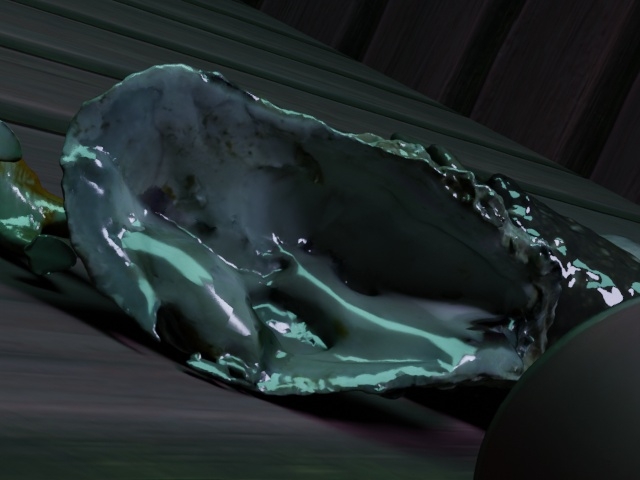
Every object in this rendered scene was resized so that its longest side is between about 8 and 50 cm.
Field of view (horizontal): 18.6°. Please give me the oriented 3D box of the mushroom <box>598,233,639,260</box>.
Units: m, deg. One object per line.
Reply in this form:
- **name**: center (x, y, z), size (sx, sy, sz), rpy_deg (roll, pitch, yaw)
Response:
- **mushroom**: center (0.177, 0.044, 1.419), size (0.116, 0.093, 0.225), rpy_deg (13, 13, 23)

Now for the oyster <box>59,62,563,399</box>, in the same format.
- **oyster**: center (0.002, -0.001, 0.960), size (0.252, 0.199, 0.087), rpy_deg (-15, -4, -30)

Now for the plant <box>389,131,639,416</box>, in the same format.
- **plant**: center (0.085, 0.027, 1.110), size (0.194, 0.129, 0.132), rpy_deg (29, 7, 1)

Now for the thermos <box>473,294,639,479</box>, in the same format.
- **thermos**: center (0.164, 0.132, 0.653), size (0.176, 0.146, 0.265), rpy_deg (48, 2, -34)

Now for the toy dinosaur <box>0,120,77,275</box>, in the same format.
- **toy dinosaur**: center (-0.169, -0.022, 0.994), size (0.212, 0.057, 0.142), rpy_deg (32, -11, -27)
